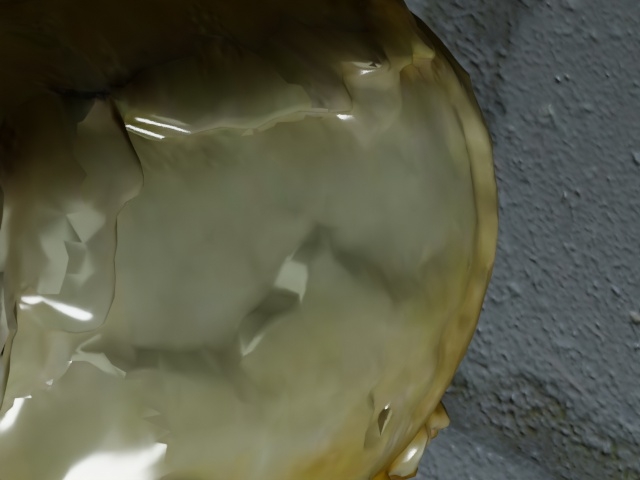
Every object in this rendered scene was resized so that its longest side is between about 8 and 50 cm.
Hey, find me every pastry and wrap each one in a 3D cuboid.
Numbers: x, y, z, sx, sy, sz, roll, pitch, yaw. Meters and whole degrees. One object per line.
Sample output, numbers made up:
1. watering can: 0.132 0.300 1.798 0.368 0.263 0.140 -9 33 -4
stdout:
1. pastry: -0.128 0.013 0.585 0.409 0.409 0.245 -13 109 -37
